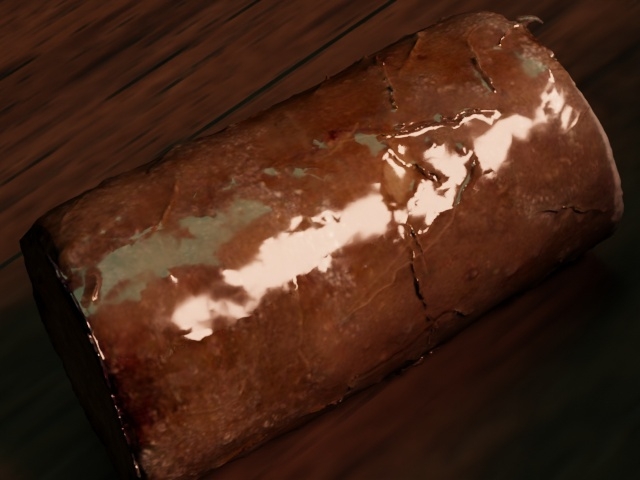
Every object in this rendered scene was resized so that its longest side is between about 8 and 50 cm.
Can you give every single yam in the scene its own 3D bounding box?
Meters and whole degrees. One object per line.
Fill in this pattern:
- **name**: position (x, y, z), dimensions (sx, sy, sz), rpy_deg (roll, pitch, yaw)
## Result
- **yam**: position (-0.001, -0.001, 0.467), dimensions (0.141, 0.079, 0.079), rpy_deg (-27, 38, -16)
